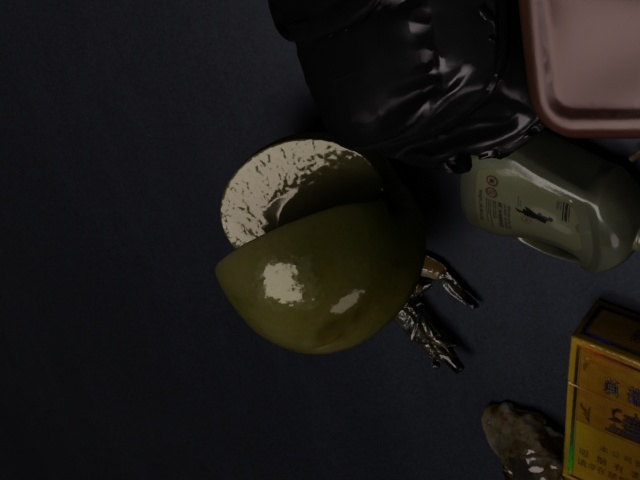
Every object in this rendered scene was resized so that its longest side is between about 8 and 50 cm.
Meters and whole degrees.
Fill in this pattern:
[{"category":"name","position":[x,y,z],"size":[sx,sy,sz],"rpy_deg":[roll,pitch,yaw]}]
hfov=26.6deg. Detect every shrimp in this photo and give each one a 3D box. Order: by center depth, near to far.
[{"category":"shrimp","position":[0.160,0.098,1.956],"size":[0.150,0.051,0.217],"rpy_deg":[-28,104,45]}]

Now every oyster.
[{"category":"oyster","position":[0.366,0.387,2.016],"size":[0.166,0.110,0.341],"rpy_deg":[-25,97,46]}]

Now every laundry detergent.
[{"category":"laundry detergent","position":[0.298,-0.041,1.643],"size":[0.253,0.091,0.181],"rpy_deg":[23,142,22]}]

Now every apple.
[{"category":"apple","position":[0.000,0.000,1.797],"size":[0.254,0.292,0.292],"rpy_deg":[-28,109,27]}]

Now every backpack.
[{"category":"backpack","position":[0.087,-0.283,1.375],"size":[0.363,0.255,0.446],"rpy_deg":[-9,93,57]}]

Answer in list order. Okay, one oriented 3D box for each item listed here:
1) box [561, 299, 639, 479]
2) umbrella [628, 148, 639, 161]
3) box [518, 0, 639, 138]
[{"category":"box","position":[0.433,0.237,1.819],"size":[0.193,0.084,0.301],"rpy_deg":[21,140,25]},{"category":"umbrella","position":[0.400,-0.131,1.511],"size":[0.027,0.025,0.165],"rpy_deg":[59,142,7]},{"category":"box","position":[0.362,-0.224,1.194],"size":[0.339,0.229,0.239],"rpy_deg":[1,108,30]}]
